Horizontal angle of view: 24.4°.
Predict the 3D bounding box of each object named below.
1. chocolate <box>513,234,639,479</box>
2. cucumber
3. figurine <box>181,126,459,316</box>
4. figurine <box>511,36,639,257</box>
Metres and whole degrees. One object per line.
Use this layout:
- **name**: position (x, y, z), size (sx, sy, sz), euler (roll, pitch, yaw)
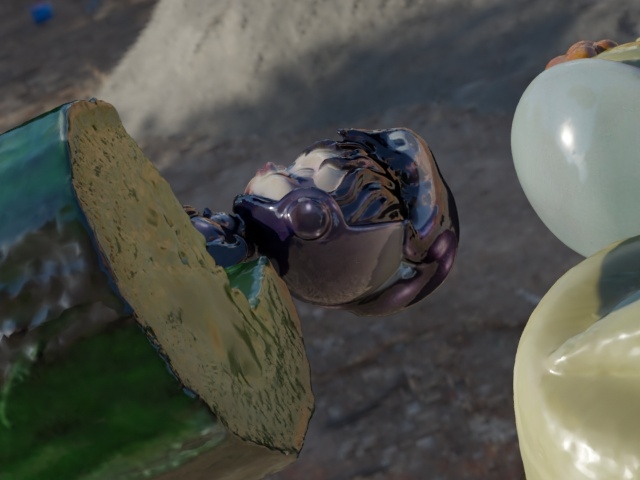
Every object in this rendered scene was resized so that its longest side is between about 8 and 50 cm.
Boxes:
- **chocolate**: position (0.291, 0.149, 1.204), size (0.326, 0.297, 0.314), euler (-46, 45, -9)
- **cucumber**: position (-0.102, 0.044, 0.662), size (0.130, 0.191, 0.191), euler (-28, 19, 14)
- **figurine**: position (0.000, 0.000, 1.096), size (0.222, 0.145, 0.145), euler (-22, 20, -15)
- **figurine**: position (0.373, -0.128, 1.399), size (0.382, 0.224, 0.205), euler (-29, 5, -9)
